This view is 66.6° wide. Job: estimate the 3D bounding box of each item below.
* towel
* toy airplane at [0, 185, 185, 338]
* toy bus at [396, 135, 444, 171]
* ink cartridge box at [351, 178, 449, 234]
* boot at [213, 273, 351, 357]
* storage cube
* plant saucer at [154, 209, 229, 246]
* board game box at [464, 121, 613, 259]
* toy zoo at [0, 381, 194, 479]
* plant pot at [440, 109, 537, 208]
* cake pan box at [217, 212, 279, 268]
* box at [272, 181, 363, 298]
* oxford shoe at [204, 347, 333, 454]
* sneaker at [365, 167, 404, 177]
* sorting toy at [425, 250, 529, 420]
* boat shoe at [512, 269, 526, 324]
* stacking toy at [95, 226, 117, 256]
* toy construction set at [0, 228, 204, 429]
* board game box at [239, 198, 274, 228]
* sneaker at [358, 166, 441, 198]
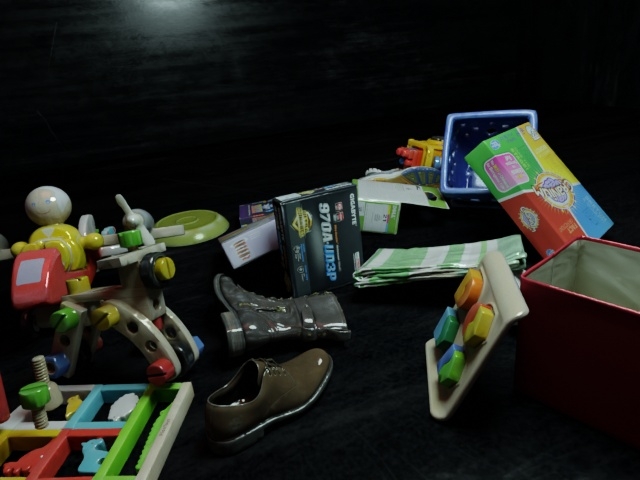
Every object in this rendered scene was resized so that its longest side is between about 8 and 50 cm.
[{"bbox_3d":[0.251,0.035,1.016,0.325,0.038,0.248,-8,8,21],"label":"towel"},{"bbox_3d":[-0.558,0.005,1.077,0.385,0.272,0.386,10,28,34],"label":"toy airplane"},{"bbox_3d":[0.368,-0.268,1.618,0.212,0.149,0.220,0,20,-27],"label":"toy bus"},{"bbox_3d":[0.210,-0.092,1.365,0.256,0.096,0.188,6,23,1],"label":"ink cartridge box"},{"bbox_3d":[-0.079,0.132,0.929,0.229,0.091,0.263,-7,26,-17],"label":"boot"},{"bbox_3d":[0.400,0.127,0.671,0.184,0.193,0.215,-23,28,-36],"label":"storage cube"},{"bbox_3d":[-0.397,-0.045,1.462,0.241,0.037,0.241,-5,23,2],"label":"plant saucer"},{"bbox_3d":[0.503,-0.111,1.112,0.242,0.316,0.064,-27,-13,-40],"label":"board game box"},{"bbox_3d":[-0.351,0.277,0.692,0.294,0.030,0.192,-3,23,5],"label":"toy zoo"},{"bbox_3d":[0.471,-0.209,1.366,0.236,0.235,0.212,3,-13,21],"label":"plant pot"},{"bbox_3d":[-0.108,-0.026,1.154,0.267,0.070,0.246,-26,11,-10],"label":"cake pan box"},{"bbox_3d":[0.000,0.000,1.027,0.175,0.220,0.051,-15,22,-23],"label":"box"},{"bbox_3d":[-0.066,0.208,0.710,0.083,0.096,0.227,13,28,41],"label":"oxford shoe"},{"bbox_3d":[0.228,-0.208,1.696,0.167,0.064,0.076,3,40,27],"label":"sneaker"},{"bbox_3d":[0.211,0.130,0.714,0.038,0.208,0.193,26,25,-2],"label":"sorting toy"},{"bbox_3d":[0.371,0.083,0.918,0.076,0.083,0.226,-2,22,10],"label":"boat shoe"},{"bbox_3d":[-0.625,-0.004,1.396,0.167,0.052,0.221,-4,22,4],"label":"stacking toy"},{"bbox_3d":[-0.354,0.110,0.752,0.258,0.237,0.309,7,18,39],"label":"toy construction set"},{"bbox_3d":[-0.168,-0.078,1.450,0.141,0.048,0.170,-10,19,-7],"label":"board game box"},{"bbox_3d":[0.253,-0.191,1.564,0.297,0.111,0.131,-5,22,0],"label":"sneaker"}]
